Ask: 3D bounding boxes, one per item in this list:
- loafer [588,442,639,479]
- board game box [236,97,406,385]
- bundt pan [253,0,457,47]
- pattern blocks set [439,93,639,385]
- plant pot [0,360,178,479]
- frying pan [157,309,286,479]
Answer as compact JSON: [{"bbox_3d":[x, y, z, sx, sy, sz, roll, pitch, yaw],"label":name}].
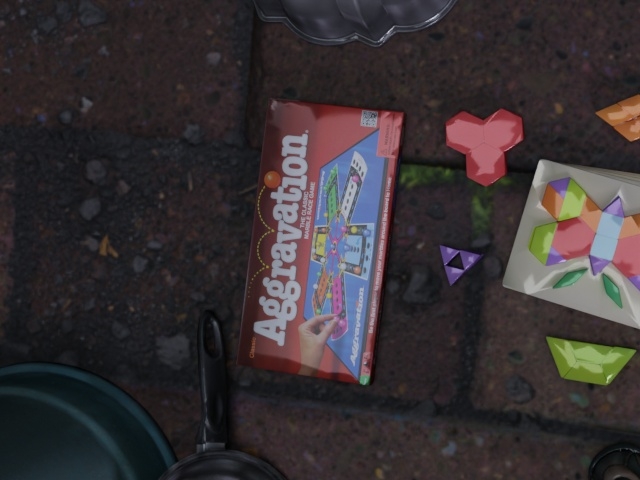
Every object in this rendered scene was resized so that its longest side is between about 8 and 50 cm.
[{"bbox_3d":[0.345,0.318,1.170,0.096,0.084,0.267,-38,83,11],"label":"loafer"},{"bbox_3d":[0.000,0.000,1.271,0.145,0.027,0.281,7,93,14],"label":"board game box"},{"bbox_3d":[0.023,-0.360,1.209,0.331,0.124,0.330,0,92,13],"label":"bundt pan"},{"bbox_3d":[0.279,0.000,1.208,0.325,0.026,0.285,1,92,12],"label":"pattern blocks set"},{"bbox_3d":[-0.340,0.305,1.198,0.341,0.334,0.341,0,91,12],"label":"plant pot"},{"bbox_3d":[-0.127,0.253,1.247,0.053,0.197,0.326,-35,80,54],"label":"frying pan"}]
